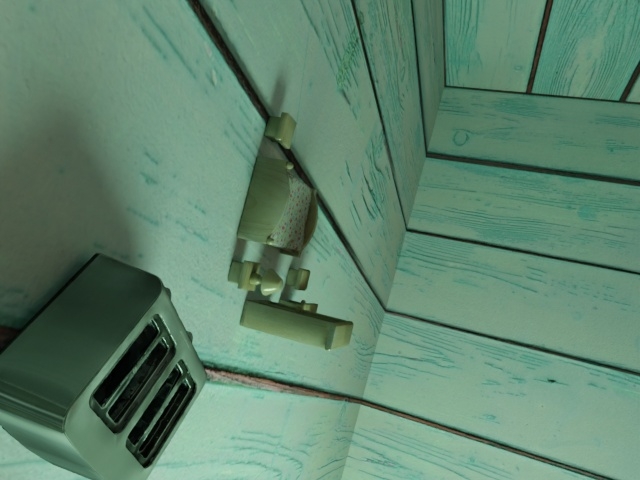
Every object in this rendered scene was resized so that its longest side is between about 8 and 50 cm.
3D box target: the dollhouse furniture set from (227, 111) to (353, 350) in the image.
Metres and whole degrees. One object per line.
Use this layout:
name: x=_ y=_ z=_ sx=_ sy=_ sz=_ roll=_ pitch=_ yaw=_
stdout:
dollhouse furniture set: x=0.000 y=0.000 z=0.872 sx=0.303 sy=0.174 sz=0.355 roll=24 pitch=78 yaw=-71

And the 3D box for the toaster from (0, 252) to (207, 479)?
toaster: x=-0.208 y=0.132 z=0.460 sx=0.168 sy=0.110 sz=0.185 roll=82 pitch=27 yaw=-43
